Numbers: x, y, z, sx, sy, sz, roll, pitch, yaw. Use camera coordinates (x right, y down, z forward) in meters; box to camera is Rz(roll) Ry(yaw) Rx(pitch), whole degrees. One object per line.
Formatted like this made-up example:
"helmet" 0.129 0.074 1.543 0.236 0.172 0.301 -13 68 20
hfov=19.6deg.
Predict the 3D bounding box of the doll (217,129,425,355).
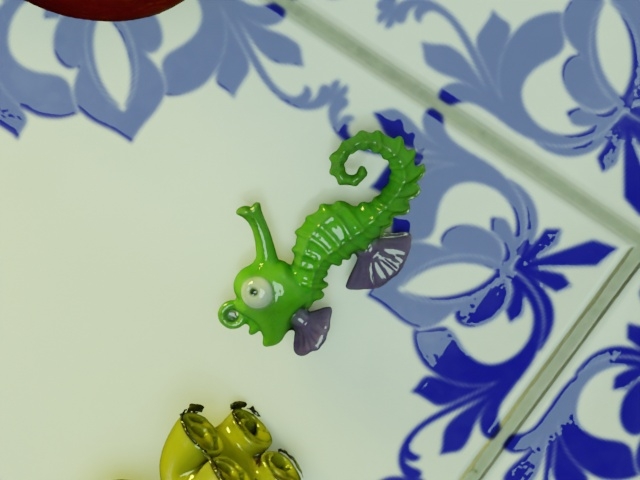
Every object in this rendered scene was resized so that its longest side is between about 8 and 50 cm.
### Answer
"doll" 0.000 0.000 1.335 0.190 0.050 0.115 -43 107 9

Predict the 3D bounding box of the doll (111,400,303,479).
"doll" -0.126 0.220 1.369 0.221 0.135 0.143 -49 67 17

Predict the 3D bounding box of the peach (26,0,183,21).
"peach" -0.138 -0.259 1.184 0.243 0.199 0.244 -2 99 -14
